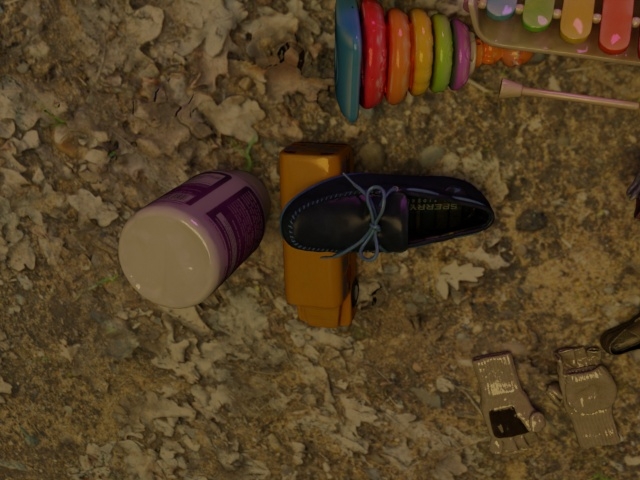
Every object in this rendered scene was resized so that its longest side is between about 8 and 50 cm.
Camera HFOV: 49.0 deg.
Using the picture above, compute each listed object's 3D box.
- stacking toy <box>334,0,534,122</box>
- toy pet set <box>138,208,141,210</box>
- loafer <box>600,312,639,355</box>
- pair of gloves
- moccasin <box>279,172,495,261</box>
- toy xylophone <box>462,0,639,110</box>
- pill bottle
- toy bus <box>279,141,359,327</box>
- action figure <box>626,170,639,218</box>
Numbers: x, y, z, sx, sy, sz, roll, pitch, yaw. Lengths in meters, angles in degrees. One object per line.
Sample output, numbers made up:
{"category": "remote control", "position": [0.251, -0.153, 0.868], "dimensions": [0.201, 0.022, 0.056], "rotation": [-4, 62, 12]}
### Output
{"category": "stacking toy", "position": [0.172, -0.283, 1.058], "dimensions": [0.302, 0.175, 0.166], "rotation": [-2, 140, -1]}
{"category": "toy pet set", "position": [-0.277, -0.018, 1.340], "dimensions": [0.114, 0.065, 0.122], "rotation": [-4, 110, 55]}
{"category": "loafer", "position": [0.534, 0.151, 1.157], "dimensions": [0.148, 0.050, 0.056], "rotation": [-40, 95, 25]}
{"category": "pair of gloves", "position": [0.404, 0.290, 1.254], "dimensions": [0.240, 0.042, 0.204], "rotation": [-8, 108, 18]}
{"category": "moccasin", "position": [0.110, -0.046, 1.086], "dimensions": [0.342, 0.117, 0.138], "rotation": [-12, 115, -15]}
{"category": "toy xylophone", "position": [0.357, -0.299, 0.963], "dimensions": [0.322, 0.236, 0.081], "rotation": [3, 155, 9]}
{"category": "pill bottle", "position": [-0.189, -0.020, 1.164], "dimensions": [0.169, 0.301, 0.169], "rotation": [6, 111, 15]}
{"category": "toy bus", "position": [0.000, 0.000, 1.212], "dimensions": [0.108, 0.130, 0.333], "rotation": [4, 111, 15]}
{"category": "action figure", "position": [0.642, -0.057, 1.010], "dimensions": [0.370, 0.248, 0.276], "rotation": [24, 73, -7]}
